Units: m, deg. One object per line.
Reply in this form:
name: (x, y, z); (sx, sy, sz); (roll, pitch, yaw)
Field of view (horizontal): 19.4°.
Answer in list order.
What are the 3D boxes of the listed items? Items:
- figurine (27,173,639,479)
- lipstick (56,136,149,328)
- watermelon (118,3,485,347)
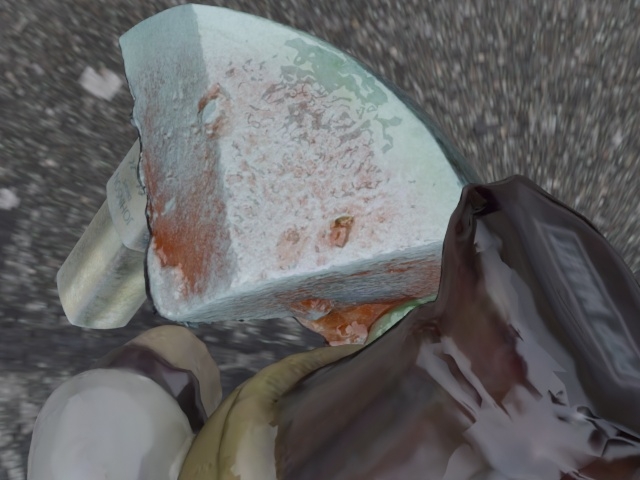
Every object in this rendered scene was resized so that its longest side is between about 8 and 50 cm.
figurine: (-0.052, 0.113, 0.487); (0.206, 0.218, 0.365); (49, 116, 32)
lipstick: (-0.137, -0.021, 1.532); (0.253, 0.077, 0.079); (-50, 48, 40)
watermelon: (0.000, 0.000, 1.204); (0.213, 0.289, 0.320); (-43, 124, -23)
